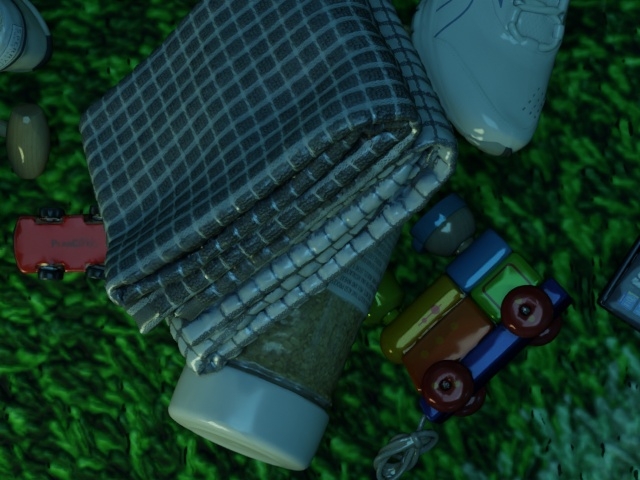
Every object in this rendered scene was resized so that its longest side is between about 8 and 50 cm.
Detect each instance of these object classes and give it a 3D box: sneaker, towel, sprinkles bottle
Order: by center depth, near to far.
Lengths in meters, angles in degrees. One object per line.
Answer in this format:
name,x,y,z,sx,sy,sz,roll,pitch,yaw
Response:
towel,-0.056,-0.075,1.372,0.284,0.121,0.235,-38,46,17
sneaker,0.151,-0.207,1.423,0.111,0.129,0.297,21,62,-31
sprinkles bottle,0.000,0.000,1.456,0.121,0.121,0.355,22,78,5
sneaker,-0.331,-0.212,1.542,0.258,0.091,0.094,41,98,25

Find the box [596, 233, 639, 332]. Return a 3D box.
box,0.371,0.039,1.492,0.233,0.059,0.183,34,91,4

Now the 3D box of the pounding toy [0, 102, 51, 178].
pounding toy,-0.353,-0.035,1.543,0.270,0.155,0.154,-4,116,2

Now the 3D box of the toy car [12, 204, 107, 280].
toy car,-0.109,0.021,1.535,0.239,0.053,0.225,-33,87,4

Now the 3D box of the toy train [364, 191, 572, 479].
toy train,0.073,0.088,1.501,0.248,0.105,0.143,-43,76,3
